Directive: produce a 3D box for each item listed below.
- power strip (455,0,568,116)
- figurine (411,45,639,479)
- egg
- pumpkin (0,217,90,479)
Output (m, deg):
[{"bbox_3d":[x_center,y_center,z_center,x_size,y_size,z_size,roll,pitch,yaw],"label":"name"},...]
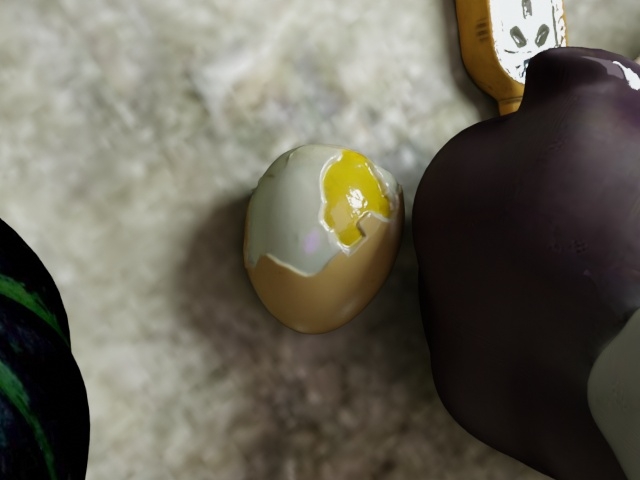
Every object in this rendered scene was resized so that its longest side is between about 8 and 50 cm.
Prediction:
[{"bbox_3d":[0.092,-0.133,0.610,0.049,0.028,0.178,-8,92,-23],"label":"power strip"},{"bbox_3d":[0.205,-0.020,0.562,0.365,0.218,0.206,-38,58,-20],"label":"figurine"},{"bbox_3d":[0.000,0.000,0.547,0.071,0.071,0.083,15,86,-21],"label":"egg"},{"bbox_3d":[-0.211,0.081,0.397,0.248,0.248,0.248,0,89,-22],"label":"pumpkin"}]
